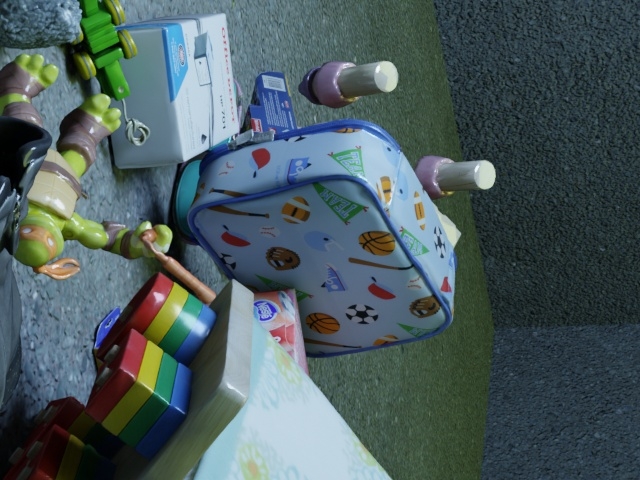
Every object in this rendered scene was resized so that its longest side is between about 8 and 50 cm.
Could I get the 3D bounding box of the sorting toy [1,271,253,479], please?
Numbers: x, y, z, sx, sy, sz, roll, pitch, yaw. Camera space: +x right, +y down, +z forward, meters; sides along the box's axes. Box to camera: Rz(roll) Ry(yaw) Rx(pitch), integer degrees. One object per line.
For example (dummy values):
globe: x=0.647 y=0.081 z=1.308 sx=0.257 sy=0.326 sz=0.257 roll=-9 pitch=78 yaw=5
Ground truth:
sorting toy: x=-0.168 y=0.149 z=1.093 sx=0.089 sy=0.257 sz=0.255 roll=37 pitch=11 yaw=-11

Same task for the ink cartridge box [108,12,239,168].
ink cartridge box: x=-0.157 y=-0.163 z=1.448 sx=0.191 sy=0.082 sz=0.139 roll=-43 pitch=128 yaw=-69

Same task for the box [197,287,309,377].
box: x=-0.077 y=0.219 z=1.469 sx=0.142 sy=0.154 sz=0.300 roll=-94 pitch=177 yaw=-65

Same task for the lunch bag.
lunch bag: x=0.000 y=0.000 z=1.483 sx=0.303 sy=0.243 sz=0.115 roll=57 pitch=32 yaw=-41

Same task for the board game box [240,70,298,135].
board game box: x=-0.082 y=-0.077 z=1.659 sx=0.194 sy=0.060 sz=0.194 roll=-103 pitch=-154 yaw=-53

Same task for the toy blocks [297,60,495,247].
toy blocks: x=0.022 y=-0.056 z=1.911 sx=0.288 sy=0.260 sz=0.309 roll=42 pitch=66 yaw=-30

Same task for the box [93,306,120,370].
box: x=-0.190 y=0.136 z=1.368 sx=0.081 sy=0.028 sz=0.136 roll=-59 pitch=145 yaw=-64

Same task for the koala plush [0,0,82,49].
koala plush: x=-0.179 y=-0.290 z=1.117 sx=0.196 sy=0.221 sz=0.203 roll=67 pitch=25 yaw=-51

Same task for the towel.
towel: x=-0.029 y=0.276 z=1.212 sx=0.320 sy=0.090 sz=0.374 roll=54 pitch=25 yaw=-20

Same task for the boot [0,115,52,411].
boot: x=-0.255 y=0.080 z=0.829 sx=0.338 sy=0.118 sz=0.222 roll=-85 pitch=-169 yaw=-50

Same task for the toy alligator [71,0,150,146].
toy alligator: x=-0.209 y=-0.177 z=1.320 sx=0.051 sy=0.056 sz=0.189 roll=43 pitch=-24 yaw=47

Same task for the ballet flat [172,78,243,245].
ballet flat: x=-0.126 y=-0.085 z=1.585 sx=0.079 sy=0.077 sz=0.221 roll=101 pitch=-7 yaw=-66

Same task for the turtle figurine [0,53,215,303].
turtle figurine: x=-0.209 y=-0.041 z=1.094 sx=0.087 sy=0.269 sz=0.217 roll=-55 pitch=-156 yaw=34
